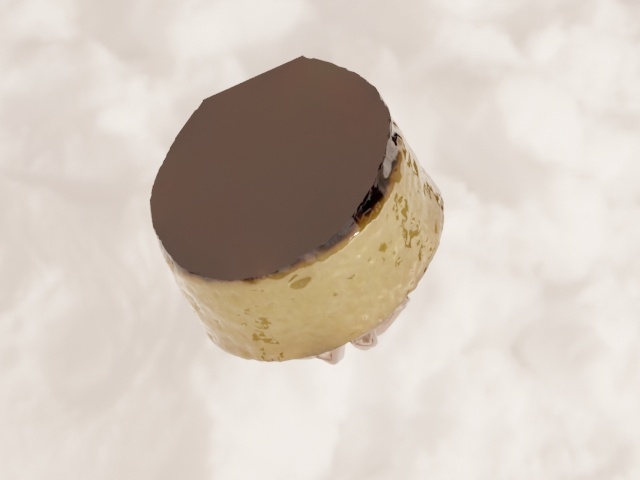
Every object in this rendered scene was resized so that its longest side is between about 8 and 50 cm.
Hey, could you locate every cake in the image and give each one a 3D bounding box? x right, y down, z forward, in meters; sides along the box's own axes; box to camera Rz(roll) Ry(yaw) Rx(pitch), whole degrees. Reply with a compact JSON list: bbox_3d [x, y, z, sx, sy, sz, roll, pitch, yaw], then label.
[{"bbox_3d":[0.000,0.000,1.275,0.185,0.178,0.208,3,61,32],"label":"cake"}]
